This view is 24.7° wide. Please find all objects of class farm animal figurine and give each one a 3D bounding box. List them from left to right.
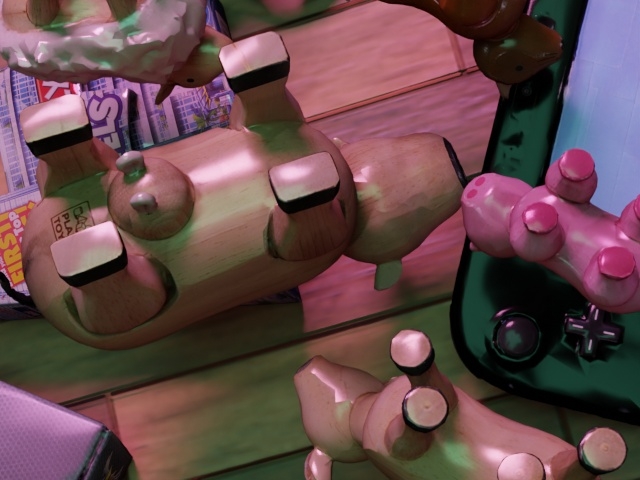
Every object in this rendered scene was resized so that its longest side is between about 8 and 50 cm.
[{"bbox_3d":[0.000,0.000,0.714,0.327,0.172,0.330,-2,66,2],"label":"farm animal figurine"}]

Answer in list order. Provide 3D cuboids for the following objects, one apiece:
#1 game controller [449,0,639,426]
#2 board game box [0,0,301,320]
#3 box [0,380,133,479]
[{"bbox_3d":[0.179,-0.062,0.786,0.167,0.067,0.319,12,81,15],"label":"game controller"},{"bbox_3d":[-0.131,-0.031,0.852,0.194,0.060,0.194,-18,75,8],"label":"board game box"},{"bbox_3d":[-0.249,0.153,0.821,0.233,0.059,0.183,20,68,16],"label":"box"}]
